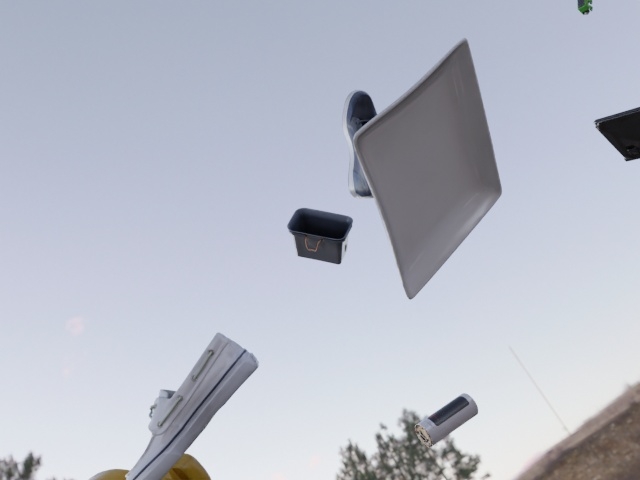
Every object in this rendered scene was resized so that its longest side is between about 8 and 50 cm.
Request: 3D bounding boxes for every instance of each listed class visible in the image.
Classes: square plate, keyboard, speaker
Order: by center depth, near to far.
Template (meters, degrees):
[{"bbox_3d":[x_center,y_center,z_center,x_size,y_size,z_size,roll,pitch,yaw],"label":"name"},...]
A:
[{"bbox_3d":[0.411,-0.128,0.774,0.108,0.023,0.180,36,-24,-25],"label":"keyboard"},{"bbox_3d":[0.198,-0.129,1.247,0.347,0.049,0.344,-44,-52,-30],"label":"square plate"},{"bbox_3d":[0.266,0.379,1.463,0.136,0.055,0.055,-26,-28,-25],"label":"speaker"}]

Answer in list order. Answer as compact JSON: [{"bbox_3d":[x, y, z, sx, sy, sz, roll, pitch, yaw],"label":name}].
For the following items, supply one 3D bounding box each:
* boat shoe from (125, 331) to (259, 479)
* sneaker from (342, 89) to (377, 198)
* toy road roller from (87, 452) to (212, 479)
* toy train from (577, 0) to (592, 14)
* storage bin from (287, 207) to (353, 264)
[{"bbox_3d":[-0.176,0.216,0.870,0.226,0.075,0.083,-49,-3,-13],"label":"boat shoe"},{"bbox_3d":[0.119,-0.192,1.390,0.086,0.163,0.226,-11,-78,-27],"label":"sneaker"},{"bbox_3d":[-0.205,0.447,0.935,0.202,0.329,0.240,-38,6,27],"label":"toy road roller"},{"bbox_3d":[0.374,-0.358,0.986,0.023,0.083,0.017,24,-29,-36],"label":"toy train"},{"bbox_3d":[0.000,0.000,1.522,0.098,0.135,0.091,-63,-24,-45],"label":"storage bin"}]
